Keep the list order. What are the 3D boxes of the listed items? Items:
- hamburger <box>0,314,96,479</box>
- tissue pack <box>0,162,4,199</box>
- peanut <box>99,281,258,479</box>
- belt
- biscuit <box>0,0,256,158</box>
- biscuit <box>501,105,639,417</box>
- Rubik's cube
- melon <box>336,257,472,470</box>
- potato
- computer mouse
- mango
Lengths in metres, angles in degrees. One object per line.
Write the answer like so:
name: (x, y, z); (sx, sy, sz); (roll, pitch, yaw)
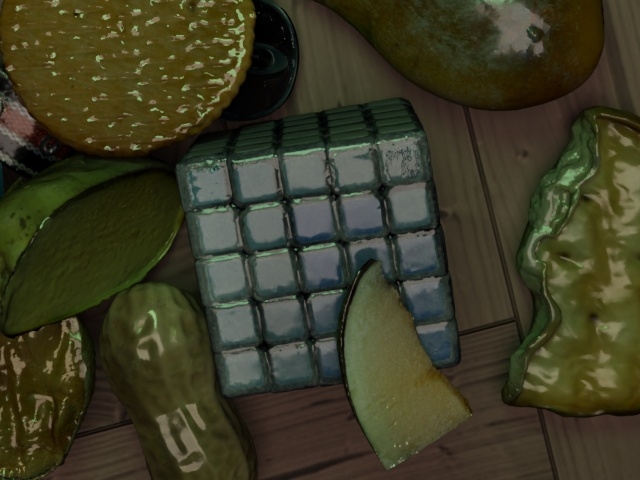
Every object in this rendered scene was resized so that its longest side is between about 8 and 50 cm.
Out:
hamburger: (-0.381, 0.134, 1.448); (0.285, 0.134, 0.265); (21, 96, -13)
tissue pack: (-0.362, -0.038, 1.426); (0.138, 0.028, 0.085); (3, 104, 40)
peanut: (-0.144, 0.177, 1.462); (0.120, 0.136, 0.298); (-19, 107, -4)
belt: (-0.401, -0.178, 1.392); (0.359, 0.126, 0.094); (31, 86, -12)
biscuit: (-0.186, -0.200, 1.349); (0.254, 0.035, 0.254); (-1, 85, 7)
biscuit: (0.305, 0.044, 1.487); (0.335, 0.078, 0.329); (-41, 102, 6)
Rubik's cube: (0.000, 0.000, 1.382); (0.237, 0.238, 0.237); (-10, 102, 0)
melon: (0.056, 0.110, 1.263); (0.098, 0.054, 0.182); (-32, 108, -1)
potato: (-0.246, -0.020, 1.378); (0.111, 0.272, 0.160); (31, 122, 22)
computer mouse: (-0.138, -0.190, 1.413); (0.233, 0.096, 0.137); (2, 100, -1)
mango: (0.130, -0.241, 1.396); (0.316, 0.146, 0.193); (23, 98, 8)
